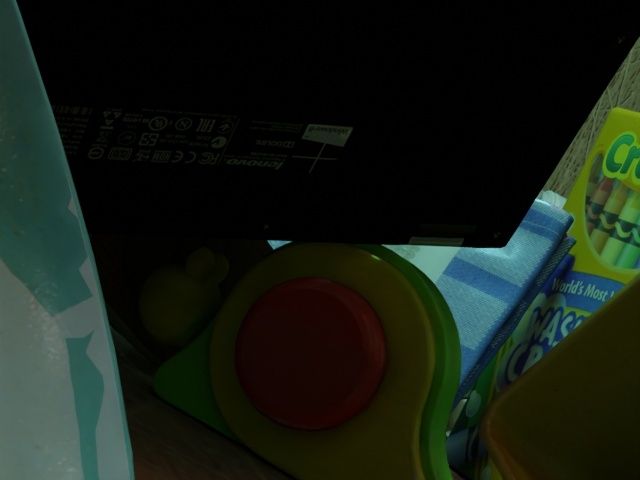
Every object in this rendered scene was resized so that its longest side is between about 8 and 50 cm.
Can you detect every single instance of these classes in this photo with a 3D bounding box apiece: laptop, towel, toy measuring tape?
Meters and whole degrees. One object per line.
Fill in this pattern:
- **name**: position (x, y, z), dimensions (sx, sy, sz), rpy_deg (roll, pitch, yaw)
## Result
- **laptop**: position (-0.093, -0.123, 0.703), dimensions (0.382, 0.408, 0.236), rpy_deg (2, 46, -29)
- **towel**: position (0.000, 0.000, 1.078), dimensions (0.285, 0.209, 0.034), rpy_deg (29, -24, 22)
- **toy measuring tape**: position (0.061, 0.082, 0.745), dimensions (0.330, 0.121, 0.121), rpy_deg (27, 1, 18)

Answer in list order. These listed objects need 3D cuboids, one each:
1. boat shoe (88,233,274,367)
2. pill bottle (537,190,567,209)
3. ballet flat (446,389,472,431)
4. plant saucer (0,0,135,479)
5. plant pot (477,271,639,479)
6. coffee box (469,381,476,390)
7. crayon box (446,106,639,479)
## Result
- **boat shoe**: position (-0.067, 0.036, 0.913), dimensions (0.095, 0.095, 0.257), rpy_deg (10, -16, 37)
- **pill bottle**: position (0.149, -0.045, 1.527), dimensions (0.169, 0.094, 0.094), rpy_deg (28, 0, -11)
- **ballet flat**: position (0.172, 0.142, 1.264), dimensions (0.147, 0.147, 0.409), rpy_deg (27, -2, -16)
- **plant saucer**: position (-0.105, -0.050, 0.254), dimensions (0.317, 0.043, 0.318), rpy_deg (-19, 90, -87)
- **plant pot**: position (0.218, 0.104, 0.600), dimensions (0.187, 0.212, 0.212), rpy_deg (44, 9, -23)
- **coffee box**: position (0.054, 0.070, 1.307), dimensions (0.113, 0.040, 0.184), rpy_deg (60, -17, -10)
- **crayon box**: position (0.216, 0.038, 1.036), dimensions (0.083, 0.323, 0.203), rpy_deg (27, 0, -22)
